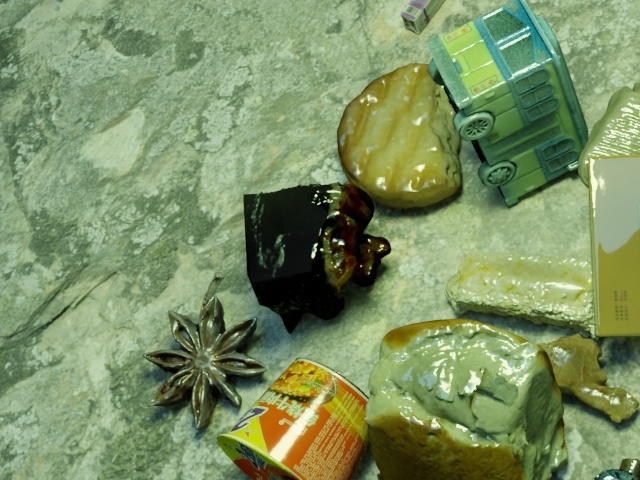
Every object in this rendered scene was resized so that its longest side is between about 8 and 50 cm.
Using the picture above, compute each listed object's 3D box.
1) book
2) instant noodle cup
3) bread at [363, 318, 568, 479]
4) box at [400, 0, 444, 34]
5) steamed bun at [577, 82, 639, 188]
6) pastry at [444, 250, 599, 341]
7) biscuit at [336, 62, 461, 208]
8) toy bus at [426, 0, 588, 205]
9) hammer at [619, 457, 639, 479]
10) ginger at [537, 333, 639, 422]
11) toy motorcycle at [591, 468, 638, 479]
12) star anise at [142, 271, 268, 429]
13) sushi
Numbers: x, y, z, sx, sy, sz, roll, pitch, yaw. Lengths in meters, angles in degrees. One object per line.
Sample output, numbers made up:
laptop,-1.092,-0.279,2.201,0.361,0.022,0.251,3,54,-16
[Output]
book,0.578,0.002,1.719,0.389,0.032,0.268,-1,81,11
instant noodle cup,-0.020,0.290,1.815,0.213,0.213,0.174,24,65,33
bread,0.205,0.247,1.695,0.250,0.279,0.225,6,51,26
box,0.196,-0.438,2.224,0.036,0.050,0.117,30,76,27
steamed bun,0.513,-0.125,1.842,0.211,0.144,0.218,22,80,16
pastry,0.311,0.069,1.860,0.259,0.089,0.121,11,59,25
biscuit,0.135,-0.173,2.072,0.213,0.091,0.274,-4,62,19
toy bus,0.298,-0.207,1.882,0.190,0.312,0.152,-27,54,7
hammer,0.372,0.432,1.655,0.125,0.027,0.297,16,69,31
ginger,0.389,0.194,1.763,0.165,0.067,0.096,30,69,15
toy motorcycle,0.458,0.415,1.579,0.204,0.108,0.239,-5,86,5
star anise,-0.185,0.186,2.010,0.230,0.081,0.262,0,73,24
sushi,0.000,-0.001,1.950,0.213,0.227,0.215,-13,63,9
